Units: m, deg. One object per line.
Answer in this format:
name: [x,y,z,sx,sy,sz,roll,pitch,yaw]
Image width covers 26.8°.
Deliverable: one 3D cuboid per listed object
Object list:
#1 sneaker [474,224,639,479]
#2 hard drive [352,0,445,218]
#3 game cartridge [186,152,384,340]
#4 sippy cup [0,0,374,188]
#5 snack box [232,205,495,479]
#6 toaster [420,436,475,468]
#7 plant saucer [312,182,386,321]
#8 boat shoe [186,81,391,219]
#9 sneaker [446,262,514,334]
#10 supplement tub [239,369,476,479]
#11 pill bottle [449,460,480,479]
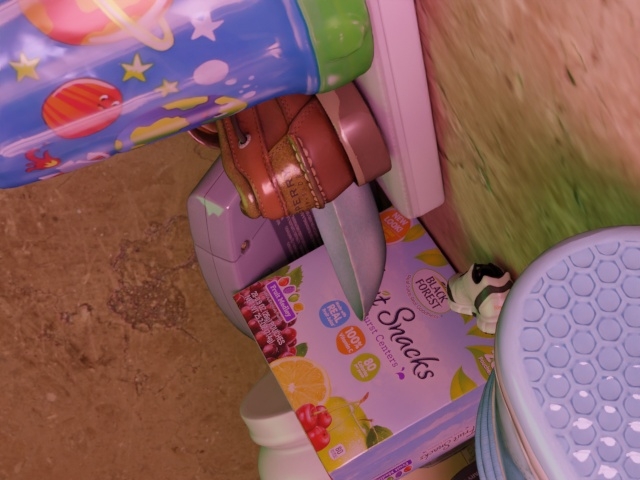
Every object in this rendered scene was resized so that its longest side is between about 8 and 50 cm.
sneaker: [0.164,0.159,0.565,0.208,0.127,0.319,88,162,-77]
hard drive: [0.008,-0.162,0.872,0.203,0.040,0.307,59,175,26]
game cartridge: [-0.026,-0.013,1.242,0.062,0.198,0.297,29,159,28]
sippy cup: [-0.122,-0.146,0.737,0.240,0.224,0.305,59,174,36]
snack box: [0.048,0.088,1.112,0.207,0.175,0.070,59,177,40]
toaster: [0.080,0.109,1.230,0.227,0.129,0.146,55,177,36]
plant saucer: [0.016,-0.034,1.048,0.195,0.037,0.195,161,90,-85]
boat shoe: [-0.061,-0.123,0.940,0.110,0.104,0.307,64,175,-36]
sneaker: [0.115,0.032,0.937,0.109,0.040,0.043,-147,45,-74]
supplement tub: [0.078,0.268,1.446,0.324,0.235,0.235,60,176,-12]
pill bottle: [0.179,0.266,1.029,0.130,0.130,0.245,63,175,-18]
